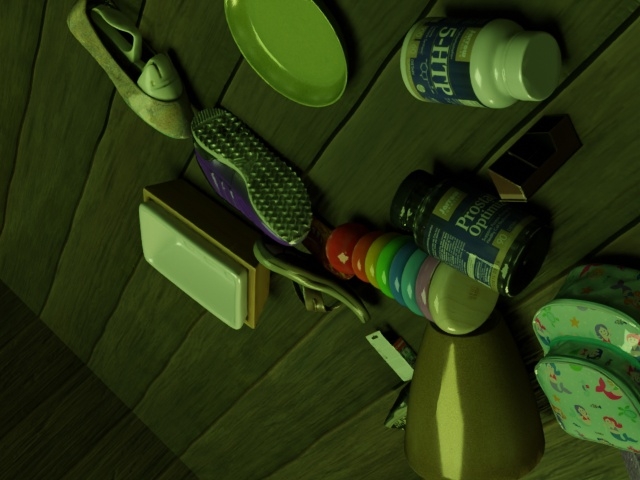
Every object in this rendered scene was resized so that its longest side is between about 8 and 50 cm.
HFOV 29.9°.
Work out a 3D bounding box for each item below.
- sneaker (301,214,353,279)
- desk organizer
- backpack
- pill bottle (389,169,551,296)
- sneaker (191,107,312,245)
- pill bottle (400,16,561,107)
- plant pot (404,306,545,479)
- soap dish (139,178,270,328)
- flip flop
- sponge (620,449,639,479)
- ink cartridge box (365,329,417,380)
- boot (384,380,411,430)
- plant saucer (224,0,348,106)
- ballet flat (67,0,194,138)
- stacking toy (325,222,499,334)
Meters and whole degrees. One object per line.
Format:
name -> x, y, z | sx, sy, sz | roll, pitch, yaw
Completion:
sneaker -> 0.000, 0.000, 2.140 | 0.175, 0.064, 0.067 | 48, 173, 5
desk organizer -> 0.276, -0.107, 1.542 | 0.047, 0.130, 0.050 | 4, 129, 52
backpack -> 0.413, 0.162, 1.664 | 0.225, 0.191, 0.254 | 8, 129, 50
pill bottle -> 0.214, -0.017, 1.748 | 0.219, 0.123, 0.123 | 30, 148, 27
sneaker -> -0.123, -0.093, 2.116 | 0.293, 0.102, 0.146 | 51, 154, 17
pill bottle -> 0.203, -0.224, 1.507 | 0.186, 0.112, 0.112 | 12, 137, 45
plant pot -> 0.242, 0.235, 1.962 | 0.237, 0.237, 0.254 | 18, 128, 41
soap dish -> -0.224, 0.023, 2.390 | 0.291, 0.118, 0.229 | 35, 150, 19
flip flop -> -0.021, 0.080, 2.129 | 0.277, 0.080, 0.112 | 28, -163, -38
sponge -> 0.483, 0.341, 1.800 | 0.117, 0.031, 0.210 | 70, -175, -61
ink cartridge box -> 0.141, 0.208, 2.237 | 0.115, 0.029, 0.063 | 49, 152, -4
boot -> 0.219, 0.347, 2.253 | 0.178, 0.085, 0.236 | 28, 165, 5
plant saucer -> -0.044, -0.311, 1.802 | 0.241, 0.037, 0.241 | 33, 149, 23
ballet flat -> -0.325, -0.314, 2.111 | 0.316, 0.107, 0.106 | 45, 138, 1
stacking toy -> 0.133, 0.042, 1.949 | 0.330, 0.141, 0.141 | 21, 144, 50
